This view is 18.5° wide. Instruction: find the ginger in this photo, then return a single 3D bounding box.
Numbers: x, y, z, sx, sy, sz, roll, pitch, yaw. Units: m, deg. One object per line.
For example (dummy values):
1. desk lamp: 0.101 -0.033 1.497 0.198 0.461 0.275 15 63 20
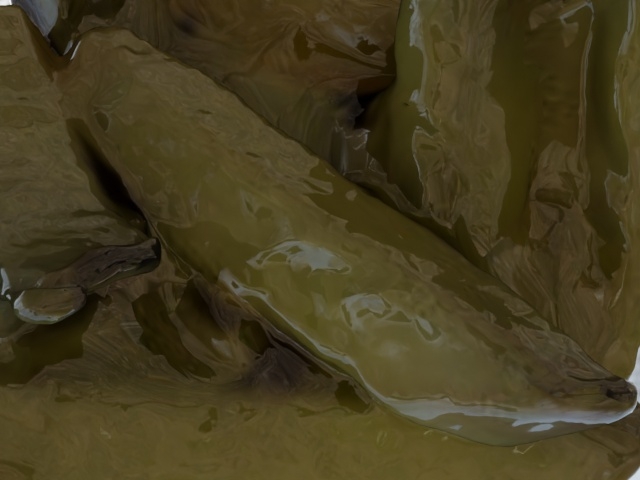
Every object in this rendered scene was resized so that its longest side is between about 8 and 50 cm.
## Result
1. ginger: 0.000 0.000 0.728 0.358 0.211 0.413 47 -127 -16
